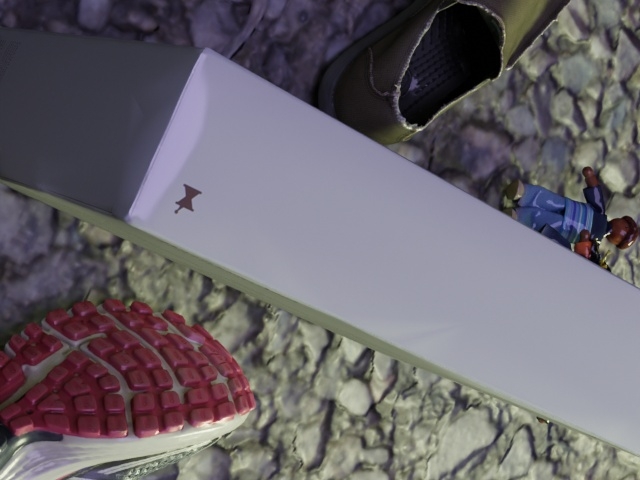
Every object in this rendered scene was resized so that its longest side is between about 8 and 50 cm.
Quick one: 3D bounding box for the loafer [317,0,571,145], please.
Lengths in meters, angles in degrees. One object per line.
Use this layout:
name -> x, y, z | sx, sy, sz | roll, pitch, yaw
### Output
loafer -> 0.113, -0.147, 0.975 | 0.251, 0.087, 0.094 | -45, 120, -15

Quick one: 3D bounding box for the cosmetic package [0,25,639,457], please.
cosmetic package -> 0.000, 0.000, 0.825 | 0.377, 0.284, 0.097 | 26, 87, -33

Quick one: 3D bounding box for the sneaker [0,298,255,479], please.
sneaker -> -0.181, 0.123, 0.858 | 0.299, 0.121, 0.112 | -13, 137, -29

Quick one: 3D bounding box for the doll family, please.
doll family -> 0.183, 0.039, 1.066 | 0.111, 0.076, 0.193 | 13, 100, -13
